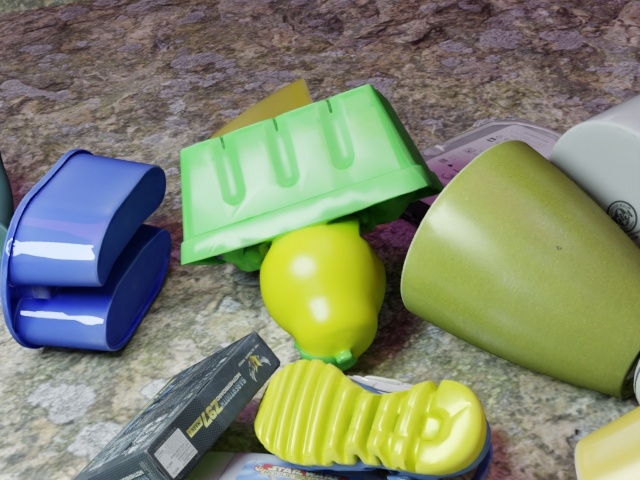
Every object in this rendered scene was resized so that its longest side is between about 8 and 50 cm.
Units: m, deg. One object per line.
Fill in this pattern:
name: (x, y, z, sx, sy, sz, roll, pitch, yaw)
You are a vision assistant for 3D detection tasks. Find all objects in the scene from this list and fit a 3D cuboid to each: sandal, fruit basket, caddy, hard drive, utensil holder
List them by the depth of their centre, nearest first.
sandal: (0.061, 0.216, 1.149, 0.317, 0.138, 0.126, 6, 65, 41)
utensil holder: (0.551, -0.086, 1.436, 0.386, 0.327, 0.327, -23, 34, -24)
fruit basket: (0.000, 0.000, 1.477, 0.392, 0.392, 0.283, 1, 1, 12)
caddy: (-0.348, 0.013, 1.518, 0.179, 0.241, 0.341, 8, 32, 10)
hard drive: (0.285, -0.112, 1.782, 0.339, 0.064, 0.237, -24, 34, -26)

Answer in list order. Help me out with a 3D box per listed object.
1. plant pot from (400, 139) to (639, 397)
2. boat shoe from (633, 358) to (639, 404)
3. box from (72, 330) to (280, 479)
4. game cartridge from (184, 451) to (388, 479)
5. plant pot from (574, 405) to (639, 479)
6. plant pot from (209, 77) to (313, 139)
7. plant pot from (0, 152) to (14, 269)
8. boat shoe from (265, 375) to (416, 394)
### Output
plant pot: (0.303, 0.059, 1.330, 0.275, 0.274, 0.293, -30, 52, -34)
boat shoe: (0.600, 0.165, 1.125, 0.500, 0.186, 0.156, -1, 35, 16)
box: (-0.171, 0.217, 1.220, 0.183, 0.059, 0.232, -31, 10, 41)
game cartridge: (-0.036, 0.302, 1.108, 0.297, 0.062, 0.198, 6, 24, 14)
plant pot: (0.386, 0.235, 1.000, 0.239, 0.254, 0.254, -22, 25, 20)
plant pot: (-0.071, -0.112, 1.728, 0.187, 0.212, 0.212, -19, 31, 2)
plant pot: (-0.607, -0.041, 1.651, 0.272, 0.271, 0.255, -20, 47, -22)
boat shoe: (0.066, 0.207, 1.261, 0.268, 0.096, 0.088, 2, 3, 23)
